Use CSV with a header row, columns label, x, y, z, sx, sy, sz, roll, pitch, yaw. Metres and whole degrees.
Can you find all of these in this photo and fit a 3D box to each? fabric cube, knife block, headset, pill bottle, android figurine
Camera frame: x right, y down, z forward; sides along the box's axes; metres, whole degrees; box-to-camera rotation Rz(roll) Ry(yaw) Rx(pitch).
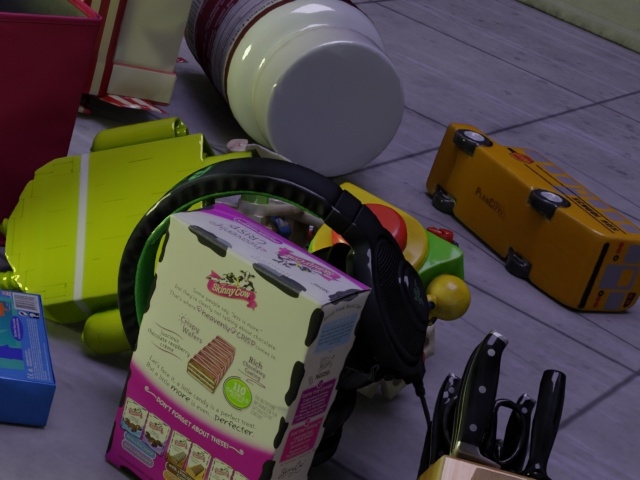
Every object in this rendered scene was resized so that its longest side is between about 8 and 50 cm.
label,x,y,z,sx,sy,sz,roll,pitch,yaw
fabric cube,-0.416,-0.161,1.577,0.259,0.258,0.254,-3,31,-41
knife block,0.114,0.211,1.118,0.088,0.242,0.275,15,23,-3
headset,-0.002,0.111,1.304,0.394,0.243,0.185,41,24,-6
pill bottle,-0.040,-0.252,2.109,0.224,0.224,0.392,7,25,-24
android figurine,-0.186,-0.009,1.481,0.273,0.056,0.248,-12,58,12

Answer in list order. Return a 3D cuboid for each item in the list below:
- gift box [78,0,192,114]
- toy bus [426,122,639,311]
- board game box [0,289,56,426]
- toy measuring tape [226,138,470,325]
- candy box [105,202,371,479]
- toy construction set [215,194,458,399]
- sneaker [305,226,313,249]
label,x,y,z,sx,sy,sz,roll,pitch,yaw
gift box,-0.281,-0.310,2.021,0.276,0.258,0.255,11,23,-17
toy bus,0.274,-0.036,1.988,0.130,0.108,0.332,3,26,-33
board game box,-0.341,0.088,1.326,0.210,0.047,0.160,10,24,-19
toy measuring tape,0.000,0.000,1.462,0.330,0.121,0.121,30,25,33
candy box,-0.070,0.109,1.233,0.159,0.233,0.071,31,26,28
toy construction set,0.015,0.027,1.593,0.215,0.151,0.328,1,29,-49
sneaker,0.008,-0.001,1.771,0.170,0.068,0.071,15,17,-6
